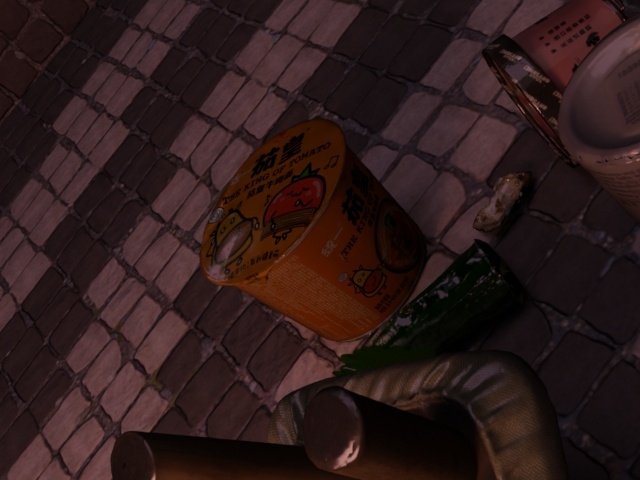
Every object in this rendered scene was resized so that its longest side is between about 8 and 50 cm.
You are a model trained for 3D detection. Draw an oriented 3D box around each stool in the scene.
[{"bbox_3d":[0.018,0.249,1.044,0.310,0.226,0.310,-18,75,41],"label":"stool"}]

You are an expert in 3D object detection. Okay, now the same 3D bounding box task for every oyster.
[{"bbox_3d":[0.194,-0.040,1.423,0.083,0.019,0.054,-55,29,-2],"label":"oyster"}]

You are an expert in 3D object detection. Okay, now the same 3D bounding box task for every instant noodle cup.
[{"bbox_3d":[0.000,0.000,1.486,0.216,0.172,0.215,-34,34,27],"label":"instant noodle cup"}]

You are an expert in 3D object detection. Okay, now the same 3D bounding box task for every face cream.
[{"bbox_3d":[0.318,-0.099,1.191,0.177,0.153,0.177,-34,36,29],"label":"face cream"}]

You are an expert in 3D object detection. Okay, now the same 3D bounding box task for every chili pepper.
[{"bbox_3d":[0.102,0.100,1.363,0.227,0.059,0.088,-44,36,16],"label":"chili pepper"}]

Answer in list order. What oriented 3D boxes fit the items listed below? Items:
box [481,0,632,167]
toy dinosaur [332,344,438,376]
[{"bbox_3d":[0.258,-0.170,1.358,0.135,0.151,0.151,-38,32,7],"label":"box"},{"bbox_3d":[0.087,0.196,1.252,0.194,0.152,0.177,-116,29,-66],"label":"toy dinosaur"}]
